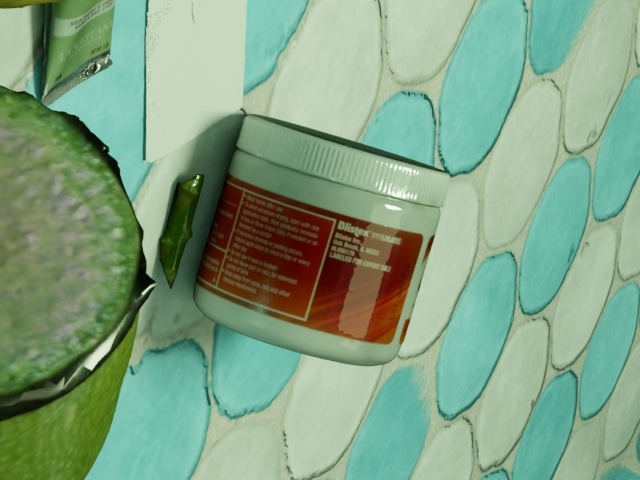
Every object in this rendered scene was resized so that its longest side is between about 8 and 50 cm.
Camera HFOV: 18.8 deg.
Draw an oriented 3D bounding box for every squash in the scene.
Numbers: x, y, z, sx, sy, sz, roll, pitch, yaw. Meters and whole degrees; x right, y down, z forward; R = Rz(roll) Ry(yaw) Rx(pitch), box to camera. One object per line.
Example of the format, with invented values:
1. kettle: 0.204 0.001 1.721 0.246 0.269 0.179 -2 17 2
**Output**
1. squash: -0.277 0.095 1.245 0.310 0.310 0.309 -45 159 -43

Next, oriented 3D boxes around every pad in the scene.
1. pad: -0.103 -0.192 1.654 0.156 0.004 0.232 -36 138 -50

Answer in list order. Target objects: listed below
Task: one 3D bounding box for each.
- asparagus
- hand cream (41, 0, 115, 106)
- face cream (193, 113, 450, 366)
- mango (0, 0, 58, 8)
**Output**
1. asparagus: -0.126 -0.009 1.716 0.025 0.021 0.108 -1 109 -59
2. hand cream: -0.176 -0.212 1.449 0.086 0.055 0.235 -39 147 -44
3. face cream: 0.000 0.000 1.765 0.201 0.201 0.187 6 101 -64
4. mango: -0.216 -0.238 1.297 0.137 0.098 0.195 -57 144 -22
